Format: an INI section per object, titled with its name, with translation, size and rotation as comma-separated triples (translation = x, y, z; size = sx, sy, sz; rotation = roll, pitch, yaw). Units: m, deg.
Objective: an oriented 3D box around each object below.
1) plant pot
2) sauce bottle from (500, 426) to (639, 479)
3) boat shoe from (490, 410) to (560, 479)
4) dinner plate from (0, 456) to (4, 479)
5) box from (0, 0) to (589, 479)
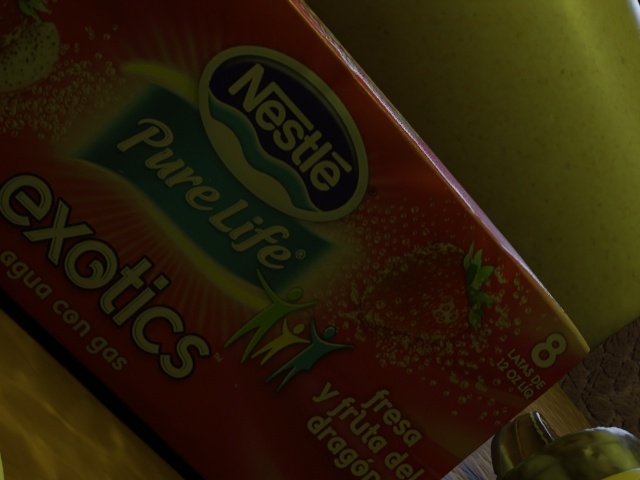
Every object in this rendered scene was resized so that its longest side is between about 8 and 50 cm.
[plant pot]
translation = 0.056, -0.081, 0.822
size = 0.305, 0.334, 0.334
rotation = 60, 5, -3
[sauce bottle]
translation = 0.184, 0.228, 0.612
size = 0.111, 0.111, 0.344
rotation = 43, 8, -46
[boat shoe]
translation = 0.228, 0.224, 0.927
size = 0.324, 0.116, 0.123
rotation = 53, 7, 33
[dinner plate]
translation = -0.112, 0.007, 0.273
size = 0.141, 0.017, 0.141
rotation = 48, 7, -8
[box]
translation = -0.047, -0.032, 0.486
size = 0.257, 0.123, 0.128
rotation = 47, 5, -21
